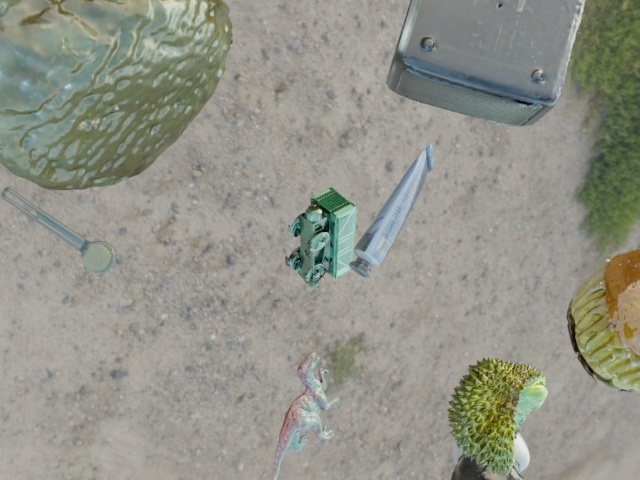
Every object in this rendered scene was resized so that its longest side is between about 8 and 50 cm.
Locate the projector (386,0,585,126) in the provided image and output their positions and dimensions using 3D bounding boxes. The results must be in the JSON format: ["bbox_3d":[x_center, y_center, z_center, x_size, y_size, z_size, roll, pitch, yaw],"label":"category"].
[{"bbox_3d":[0.413,-0.529,1.332,0.405,0.242,0.395,17,86,2],"label":"projector"}]

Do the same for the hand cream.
[{"bbox_3d":[0.134,-0.049,0.935,0.256,0.055,0.088,-56,153,-12],"label":"hand cream"}]

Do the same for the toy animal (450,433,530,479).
[{"bbox_3d":[0.466,0.625,1.477,0.266,0.213,0.212,-62,147,-47],"label":"toy animal"}]

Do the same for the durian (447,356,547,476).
[{"bbox_3d":[0.364,0.362,1.128,0.200,0.176,0.236,18,86,-43],"label":"durian"}]

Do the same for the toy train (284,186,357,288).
[{"bbox_3d":[0.000,0.000,1.313,0.154,0.115,0.269,-35,145,-30],"label":"toy train"}]

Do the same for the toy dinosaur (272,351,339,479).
[{"bbox_3d":[-0.047,0.356,1.041,0.242,0.053,0.167,-48,124,-17],"label":"toy dinosaur"}]

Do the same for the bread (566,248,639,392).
[{"bbox_3d":[0.344,0.074,0.508,0.191,0.132,0.114,-3,151,-4],"label":"bread"}]

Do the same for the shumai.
[{"bbox_3d":[-0.307,-0.236,0.623,0.292,0.288,0.330,-49,170,31],"label":"shumai"}]

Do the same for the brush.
[{"bbox_3d":[-0.509,-0.025,1.025,0.062,0.266,0.027,-57,176,0],"label":"brush"}]
